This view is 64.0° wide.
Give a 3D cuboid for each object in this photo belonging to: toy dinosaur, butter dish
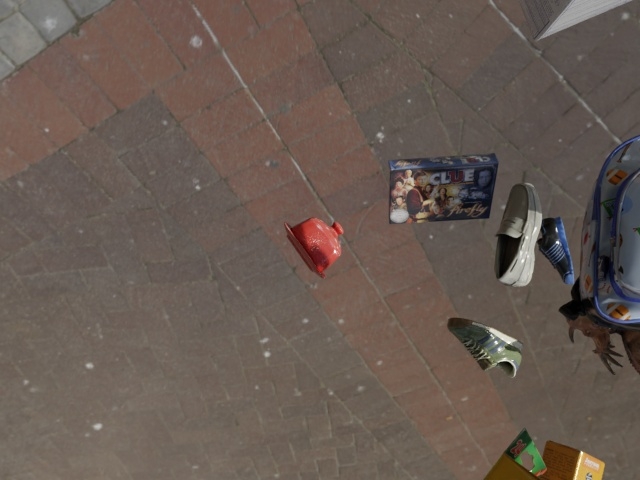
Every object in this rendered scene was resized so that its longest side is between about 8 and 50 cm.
[{"bbox_3d":[0.665,0.228,1.031,0.200,0.295,0.127,-41,131,11],"label":"toy dinosaur"},{"bbox_3d":[0.000,0.000,1.211,0.118,0.160,0.159,-35,87,0],"label":"butter dish"}]

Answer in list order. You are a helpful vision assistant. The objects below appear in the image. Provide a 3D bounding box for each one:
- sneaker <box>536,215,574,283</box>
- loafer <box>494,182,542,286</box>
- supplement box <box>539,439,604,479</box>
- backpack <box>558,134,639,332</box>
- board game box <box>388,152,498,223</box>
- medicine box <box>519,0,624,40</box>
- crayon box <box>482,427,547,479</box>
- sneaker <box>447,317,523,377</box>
[{"bbox_3d":[0.769,0.037,1.684,0.091,0.081,0.232,-13,93,25],"label":"sneaker"},{"bbox_3d":[0.581,-0.022,1.526,0.112,0.319,0.112,12,170,-28],"label":"loafer"},{"bbox_3d":[0.432,0.492,0.921,0.078,0.233,0.080,29,161,-22],"label":"supplement box"},{"bbox_3d":[0.470,-0.016,0.664,0.277,0.263,0.213,2,162,16],"label":"backpack"},{"bbox_3d":[0.283,-0.120,1.213,0.244,0.042,0.165,-4,131,4],"label":"board game box"},{"bbox_3d":[0.625,-0.614,1.156,0.264,0.289,0.149,-21,90,7],"label":"medicine box"},{"bbox_3d":[0.276,0.474,0.804,0.318,0.081,0.202,-47,131,-12],"label":"crayon box"},{"bbox_3d":[0.359,0.238,1.117,0.192,0.086,0.064,23,153,-15],"label":"sneaker"}]
